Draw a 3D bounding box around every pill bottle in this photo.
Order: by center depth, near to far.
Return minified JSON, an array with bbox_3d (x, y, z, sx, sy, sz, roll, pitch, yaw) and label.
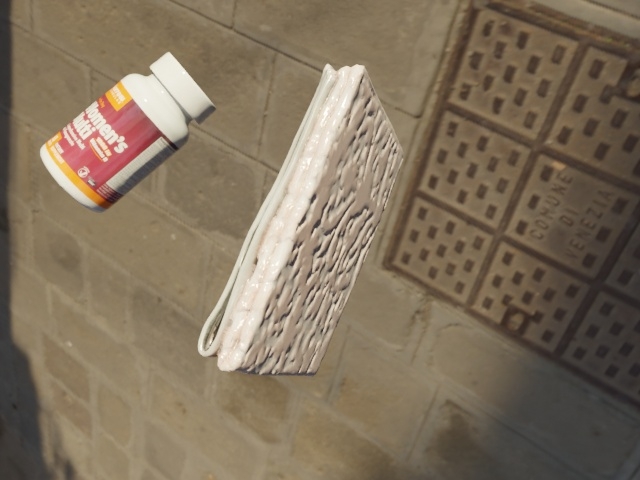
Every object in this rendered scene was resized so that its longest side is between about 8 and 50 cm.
[{"bbox_3d":[-0.260,-0.149,0.889,0.221,0.121,0.121,-40,85,0],"label":"pill bottle"}]

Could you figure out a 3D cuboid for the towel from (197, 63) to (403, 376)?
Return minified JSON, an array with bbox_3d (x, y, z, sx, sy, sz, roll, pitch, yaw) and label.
[{"bbox_3d":[0.000,0.000,0.758,0.053,0.317,0.331,22,85,19],"label":"towel"}]
